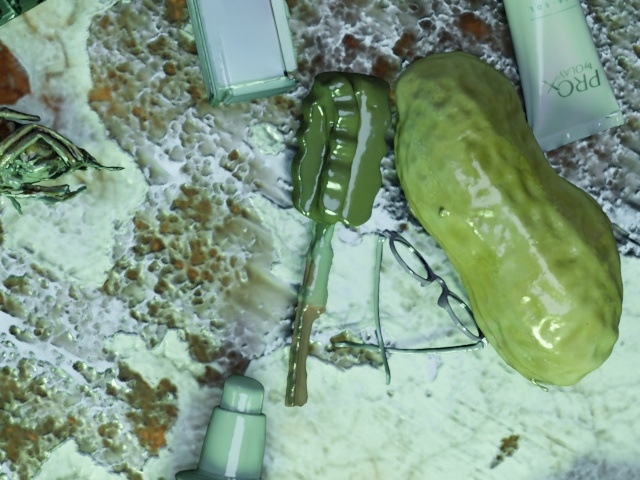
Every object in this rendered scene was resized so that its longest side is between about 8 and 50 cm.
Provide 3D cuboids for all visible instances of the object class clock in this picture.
[{"bbox_3d":[-0.071,-0.191,1.472,0.073,0.193,0.145,-13,93,-5],"label":"clock"}]

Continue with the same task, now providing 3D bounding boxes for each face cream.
[{"bbox_3d":[0.199,-0.206,1.577,0.092,0.058,0.244,-19,100,-10],"label":"face cream"},{"bbox_3d":[-0.087,0.243,1.529,0.101,0.101,0.252,10,91,-7],"label":"face cream"}]

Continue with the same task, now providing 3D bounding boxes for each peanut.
[{"bbox_3d":[0.163,-0.022,1.538,0.149,0.149,0.313,-34,91,-5],"label":"peanut"}]

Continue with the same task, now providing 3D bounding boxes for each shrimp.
[{"bbox_3d":[-0.262,-0.070,1.518,0.190,0.075,0.073,8,58,-17],"label":"shrimp"}]

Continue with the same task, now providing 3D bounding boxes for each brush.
[{"bbox_3d":[0.000,0.000,1.545,0.071,0.084,0.301,14,97,35],"label":"brush"}]

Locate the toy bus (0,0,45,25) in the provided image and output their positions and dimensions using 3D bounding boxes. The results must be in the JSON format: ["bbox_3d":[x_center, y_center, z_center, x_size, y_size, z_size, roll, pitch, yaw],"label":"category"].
[{"bbox_3d":[-0.293,-0.262,1.455,0.365,0.177,0.202,-30,89,-4],"label":"toy bus"}]

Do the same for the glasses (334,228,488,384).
[{"bbox_3d":[0.072,0.072,1.581,0.140,0.062,0.104,45,108,-6],"label":"glasses"}]
